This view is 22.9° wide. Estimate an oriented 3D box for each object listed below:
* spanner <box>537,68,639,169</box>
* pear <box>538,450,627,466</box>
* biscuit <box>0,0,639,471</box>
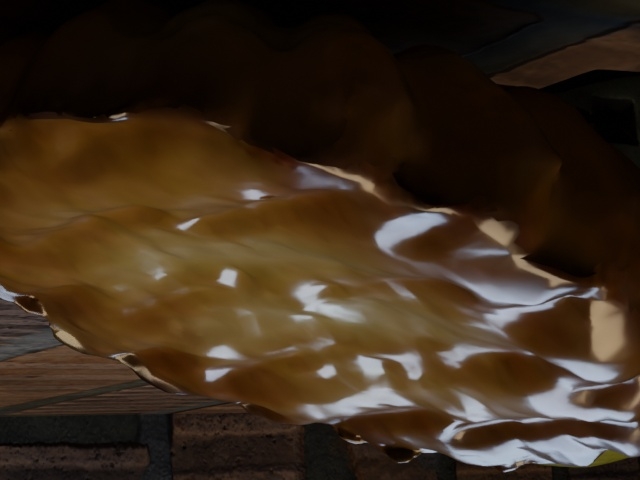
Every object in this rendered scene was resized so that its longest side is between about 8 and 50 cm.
[{"bbox_3d":[0.207,-0.044,0.732,0.325,0.096,0.040,2,167,-37],"label":"spanner"},{"bbox_3d":[0.121,0.032,0.851,0.200,0.200,0.200,-5,170,-1],"label":"pear"},{"bbox_3d":[0.000,0.000,0.654,0.325,0.107,0.326,13,157,5],"label":"biscuit"}]
